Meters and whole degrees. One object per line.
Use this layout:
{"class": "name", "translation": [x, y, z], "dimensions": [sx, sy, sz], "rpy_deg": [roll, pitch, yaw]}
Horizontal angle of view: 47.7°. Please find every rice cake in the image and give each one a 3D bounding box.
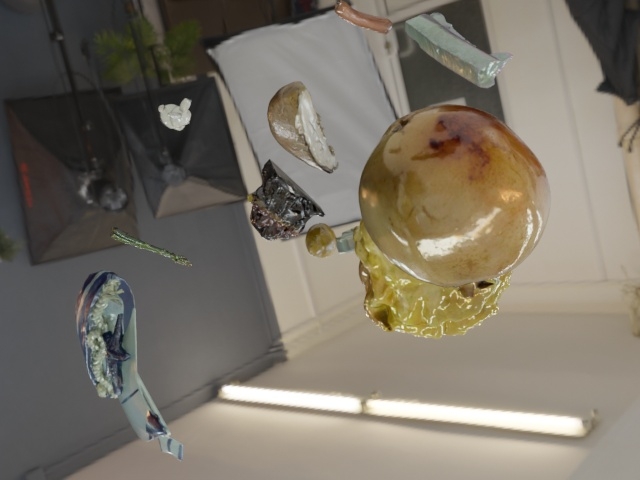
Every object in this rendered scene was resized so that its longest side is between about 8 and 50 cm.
{"class": "rice cake", "translation": [0.253, -0.366, 1.366], "dimensions": [0.081, 0.051, 0.290], "rpy_deg": [-31, -139, -4]}

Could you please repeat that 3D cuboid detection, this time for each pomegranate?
{"class": "pomegranate", "translation": [0.214, -0.059, 1.165], "dimensions": [0.319, 0.319, 0.319], "rpy_deg": [-13, -172, 2]}

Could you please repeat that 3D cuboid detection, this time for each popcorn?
{"class": "popcorn", "translation": [0.229, 0.026, 1.526], "dimensions": [0.349, 0.349, 0.381], "rpy_deg": [-12, -167, 10]}

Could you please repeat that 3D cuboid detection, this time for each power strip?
{"class": "power strip", "translation": [0.139, -0.013, 2.195], "dimensions": [0.194, 0.059, 0.265], "rpy_deg": [-19, -174, -22]}

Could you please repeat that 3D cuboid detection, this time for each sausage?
{"class": "sausage", "translation": [0.110, -0.570, 1.858], "dimensions": [0.177, 0.040, 0.047], "rpy_deg": [9, 155, -32]}

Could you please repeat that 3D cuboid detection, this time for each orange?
{"class": "orange", "translation": [0.000, 0.000, 1.923], "dimensions": [0.085, 0.095, 0.085], "rpy_deg": [-10, 161, -3]}

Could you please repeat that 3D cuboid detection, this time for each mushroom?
{"class": "mushroom", "translation": [-0.038, -0.193, 1.291], "dimensions": [0.094, 0.210, 0.072], "rpy_deg": [19, -115, 28]}

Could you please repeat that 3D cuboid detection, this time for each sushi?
{"class": "sushi", "translation": [-0.108, -0.080, 1.862], "dimensions": [0.150, 0.172, 0.153], "rpy_deg": [-46, -156, 8]}

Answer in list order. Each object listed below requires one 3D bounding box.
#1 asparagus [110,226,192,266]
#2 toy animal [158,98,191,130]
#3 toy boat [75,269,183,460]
{"class": "asparagus", "translation": [-0.350, 0.017, 1.517], "dimensions": [0.022, 0.023, 0.233], "rpy_deg": [-44, 144, 13]}
{"class": "toy animal", "translation": [-0.394, -0.347, 2.001], "dimensions": [0.071, 0.085, 0.124], "rpy_deg": [-49, -142, -16]}
{"class": "toy boat", "translation": [-0.250, 0.148, 0.940], "dimensions": [0.070, 0.210, 0.291], "rpy_deg": [-15, -161, -31]}
